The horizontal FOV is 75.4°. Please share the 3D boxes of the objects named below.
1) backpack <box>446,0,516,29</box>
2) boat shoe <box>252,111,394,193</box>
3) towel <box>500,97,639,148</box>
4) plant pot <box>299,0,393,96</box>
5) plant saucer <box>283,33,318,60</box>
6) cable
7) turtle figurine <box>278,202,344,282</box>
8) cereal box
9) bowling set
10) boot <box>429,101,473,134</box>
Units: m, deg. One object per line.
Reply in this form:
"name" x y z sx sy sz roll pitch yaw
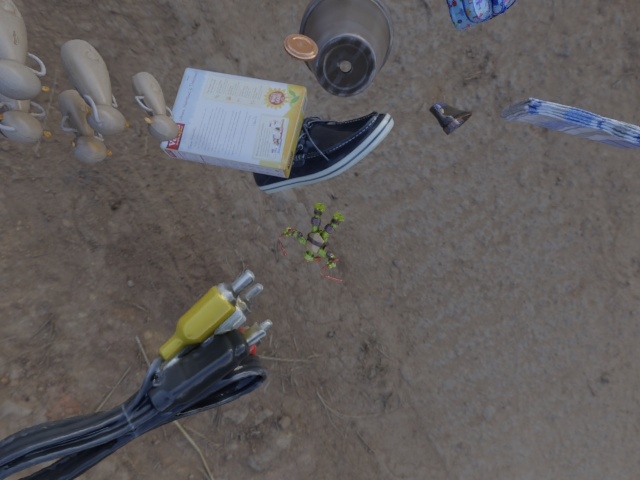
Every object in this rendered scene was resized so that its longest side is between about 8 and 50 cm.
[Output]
"backpack" 0.397 -0.622 1.033 0.173 0.116 0.158 -40 125 -24
"boat shoe" -0.029 -0.264 1.165 0.500 0.187 0.156 -10 125 41
"towel" 0.547 -0.243 0.886 0.284 0.209 0.034 17 104 4
"plant pot" 0.084 -0.613 1.334 0.323 0.280 0.323 1 135 1
"plant saucer" -0.046 -0.459 0.979 0.083 0.013 0.084 7 62 -14
"cable" -0.163 0.147 0.401 0.287 0.072 0.140 -30 139 -17
"turtle figurine" 0.000 0.000 1.376 0.269 0.087 0.217 35 115 19
"cereal box" -0.158 -0.221 0.775 0.240 0.047 0.173 12 77 7
"bowling set" -0.355 -0.168 0.576 0.199 0.287 0.154 -36 71 22
"boot" 0.447 -0.436 1.407 0.106 0.219 0.082 48 131 4
